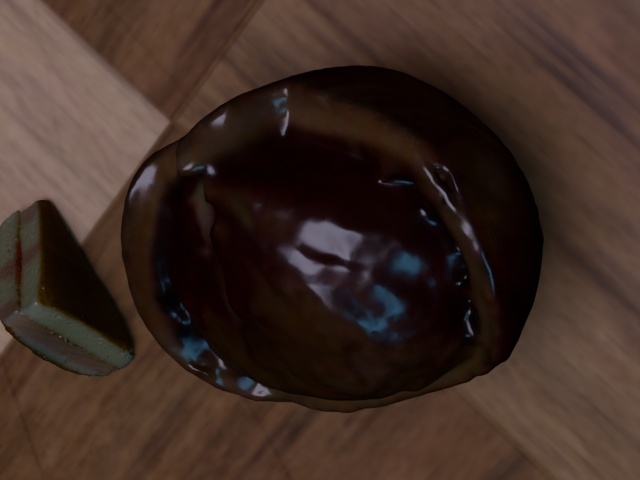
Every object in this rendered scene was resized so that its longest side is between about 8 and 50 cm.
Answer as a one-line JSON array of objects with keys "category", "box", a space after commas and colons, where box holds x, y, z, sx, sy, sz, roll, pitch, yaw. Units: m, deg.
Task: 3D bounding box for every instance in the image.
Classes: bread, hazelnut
[{"category": "bread", "box": [-0.152, 0.034, 0.872, 0.043, 0.062, 0.109, -31, 92, 24]}, {"category": "hazelnut", "box": [0.005, 0.006, 0.746, 0.202, 0.160, 0.170, -32, 90, 20]}]
